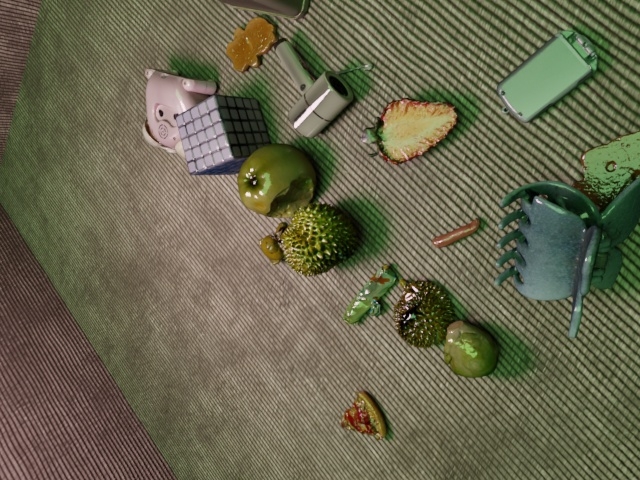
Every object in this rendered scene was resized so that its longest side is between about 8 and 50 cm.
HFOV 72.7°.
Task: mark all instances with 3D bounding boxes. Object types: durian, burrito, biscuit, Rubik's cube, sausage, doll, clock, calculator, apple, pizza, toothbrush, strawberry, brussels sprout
[{"bbox_3d":[0.004,0.001,1.454,0.225,0.291,0.290,30,114,29],"label":"durian"},{"bbox_3d":[0.178,0.206,1.506,0.104,0.054,0.288,45,118,15],"label":"burrito"},{"bbox_3d":[-0.251,-0.727,1.602,0.226,0.036,0.165,-33,82,30],"label":"biscuit"},{"bbox_3d":[0.308,0.230,1.373,0.193,0.138,0.237,-45,75,31],"label":"durian"},{"bbox_3d":[-0.353,-0.384,1.618,0.237,0.237,0.237,-15,92,33],"label":"Rubik's cube"},{"bbox_3d":[0.413,-0.019,1.316,0.158,0.036,0.042,-31,94,33],"label":"sausage"},{"bbox_3d":[-0.147,-0.001,1.650,0.210,0.097,0.137,-38,73,27],"label":"doll"},{"bbox_3d":[-0.587,-0.516,1.789,0.342,0.184,0.325,26,117,32],"label":"clock"},{"bbox_3d":[0.576,-0.417,1.122,0.246,0.045,0.141,-41,77,32],"label":"calculator"},{"bbox_3d":[0.761,-0.155,1.058,0.291,0.041,0.208,-23,88,39],"label":"biscuit"},{"bbox_3d":[-0.152,-0.210,1.524,0.280,0.279,0.278,7,104,32],"label":"apple"},{"bbox_3d":[0.140,0.667,1.618,0.199,0.062,0.188,-39,76,33],"label":"pizza"},{"bbox_3d":[0.084,-0.555,1.432,0.195,0.014,0.017,2,104,32],"label":"toothbrush"},{"bbox_3d":[0.268,-0.333,1.311,0.287,0.106,0.188,-11,98,21],"label":"strawberry"},{"bbox_3d":[0.455,0.329,1.298,0.146,0.131,0.183,4,120,40],"label":"brussels sprout"}]

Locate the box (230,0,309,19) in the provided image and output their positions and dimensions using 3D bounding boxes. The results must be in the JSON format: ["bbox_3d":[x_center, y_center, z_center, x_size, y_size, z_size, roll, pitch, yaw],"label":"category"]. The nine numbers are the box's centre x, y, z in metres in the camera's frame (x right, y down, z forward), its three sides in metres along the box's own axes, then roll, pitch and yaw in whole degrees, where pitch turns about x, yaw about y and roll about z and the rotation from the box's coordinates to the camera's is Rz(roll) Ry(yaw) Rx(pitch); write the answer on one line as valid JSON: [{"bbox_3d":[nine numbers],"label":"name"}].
[{"bbox_3d":[-0.263,-0.855,1.398,0.352,0.344,0.177,25,115,26],"label":"box"}]

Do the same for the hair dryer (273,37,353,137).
[{"bbox_3d":[-0.060,-0.546,1.458,0.203,0.128,0.361,-37,77,37],"label":"hair dryer"}]

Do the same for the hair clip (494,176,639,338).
[{"bbox_3d":[0.577,0.016,1.048,0.239,0.392,0.318,24,138,41],"label":"hair clip"}]
